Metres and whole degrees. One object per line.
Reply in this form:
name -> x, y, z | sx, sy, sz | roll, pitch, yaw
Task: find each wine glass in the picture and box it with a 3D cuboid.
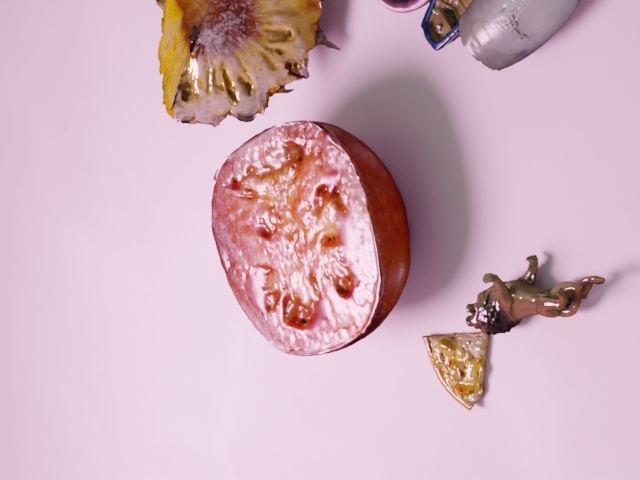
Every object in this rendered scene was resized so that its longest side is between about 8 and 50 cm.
wine glass -> 0.211, -0.281, 1.249 | 0.309, 0.264, 0.096 | -36, 72, 48

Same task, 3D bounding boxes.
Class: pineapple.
pineapple -> -0.103, -0.343, 1.722 | 0.344, 0.209, 0.286 | -67, 27, 21

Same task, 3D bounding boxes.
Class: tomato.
tomato -> 0.006, -0.007, 1.649 | 0.338, 0.143, 0.338 | 17, 114, 44

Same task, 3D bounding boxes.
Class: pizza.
pizza -> 0.180, 0.148, 1.562 | 0.123, 0.026, 0.109 | 56, 133, 28

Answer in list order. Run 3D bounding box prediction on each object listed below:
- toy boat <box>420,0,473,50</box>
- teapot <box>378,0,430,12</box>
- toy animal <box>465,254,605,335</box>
toy boat -> 0.190, -0.323, 1.434 | 0.229, 0.045, 0.080 | -58, 41, 38
teapot -> 0.088, -0.361, 1.504 | 0.146, 0.116, 0.148 | 1, 95, 43
toy animal -> 0.251, 0.058, 1.430 | 0.219, 0.069, 0.086 | -19, 104, 55
